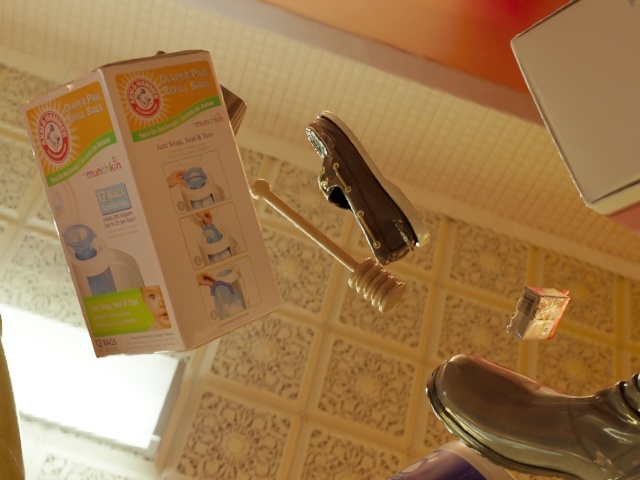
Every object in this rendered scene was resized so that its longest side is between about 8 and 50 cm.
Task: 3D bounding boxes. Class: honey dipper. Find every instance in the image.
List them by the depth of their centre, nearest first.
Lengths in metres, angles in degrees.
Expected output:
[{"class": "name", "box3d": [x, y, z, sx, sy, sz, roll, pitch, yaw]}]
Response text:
[{"class": "honey dipper", "box3d": [0.000, 0.000, 0.812, 0.160, 0.030, 0.030, 38, -130, 21]}]

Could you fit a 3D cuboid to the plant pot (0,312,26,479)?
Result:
[{"class": "plant pot", "box3d": [-0.414, 0.163, 0.844, 0.366, 0.367, 0.353, 6, -152, -14]}]

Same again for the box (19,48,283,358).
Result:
[{"class": "box", "box3d": [-0.125, -0.026, 0.740, 0.103, 0.114, 0.203, -22, -81, -47]}]

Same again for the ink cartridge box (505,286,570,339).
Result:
[{"class": "ink cartridge box", "box3d": [0.288, 0.094, 1.272, 0.115, 0.063, 0.029, 6, -160, -47]}]

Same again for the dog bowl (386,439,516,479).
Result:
[{"class": "dog bowl", "box3d": [0.184, 0.385, 1.206, 0.104, 0.265, 0.265, -24, -118, -21]}]

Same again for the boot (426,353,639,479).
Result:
[{"class": "boot", "box3d": [0.216, 0.123, 0.746, 0.246, 0.161, 0.083, 29, -134, 3]}]

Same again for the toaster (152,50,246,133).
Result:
[{"class": "toaster", "box3d": [-0.214, -0.175, 1.476, 0.168, 0.186, 0.110, 30, -115, -2]}]

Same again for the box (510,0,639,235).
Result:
[{"class": "box", "box3d": [0.266, -0.099, 0.785, 0.232, 0.126, 0.149, 14, -128, -59]}]

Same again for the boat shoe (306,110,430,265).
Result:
[{"class": "boat shoe", "box3d": [0.038, -0.065, 1.161, 0.068, 0.081, 0.228, -34, -124, -5]}]
